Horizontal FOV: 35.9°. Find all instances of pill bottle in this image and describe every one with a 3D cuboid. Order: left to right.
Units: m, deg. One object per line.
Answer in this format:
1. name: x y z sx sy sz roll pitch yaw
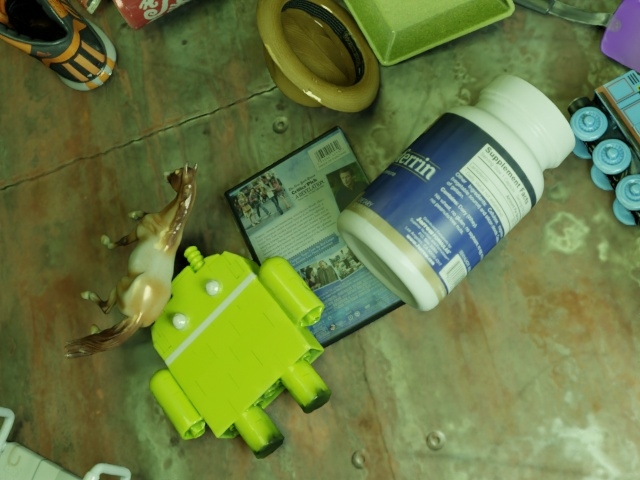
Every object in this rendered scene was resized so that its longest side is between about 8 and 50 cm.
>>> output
1. pill bottle: 0.159 -0.059 1.138 0.265 0.153 0.153 -44 66 -8

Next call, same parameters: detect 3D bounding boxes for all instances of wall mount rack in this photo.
1. wall mount rack: -0.395 0.383 1.226 0.350 0.130 0.304 19 82 23

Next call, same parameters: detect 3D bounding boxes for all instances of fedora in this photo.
1. fedora: -0.015 -0.234 1.269 0.079 0.194 0.194 -37 62 45

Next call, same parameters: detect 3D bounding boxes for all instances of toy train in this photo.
1. toy train: 0.360 -0.101 1.131 0.105 0.080 0.184 -29 68 3

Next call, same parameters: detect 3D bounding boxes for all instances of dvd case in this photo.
1. dvd case: 0.000 0.000 1.255 0.180 0.022 0.253 -30 68 10

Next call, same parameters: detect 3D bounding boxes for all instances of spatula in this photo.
1. spatula: 0.306 -0.285 1.223 0.296 0.030 0.084 27 88 23

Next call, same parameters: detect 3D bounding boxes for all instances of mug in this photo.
1. mug: -0.215 -0.394 1.374 0.169 0.150 0.113 -22 32 8

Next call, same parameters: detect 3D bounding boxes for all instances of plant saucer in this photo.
1. plant saucer: 0.120 -0.333 1.227 0.188 0.188 0.045 -19 36 24

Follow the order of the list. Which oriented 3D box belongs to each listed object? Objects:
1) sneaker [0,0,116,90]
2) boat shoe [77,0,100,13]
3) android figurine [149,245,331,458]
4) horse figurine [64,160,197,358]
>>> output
1. sneaker: -0.437 -0.352 1.411 0.321 0.180 0.124 36 89 23
2. boat shoe: -0.305 -0.394 1.454 0.137 0.049 0.043 -44 107 -3
3. android figurine: -0.110 0.127 1.227 0.248 0.056 0.273 -44 66 12
4. horse figurine: -0.234 0.036 1.255 0.174 0.066 0.263 -8 58 45
